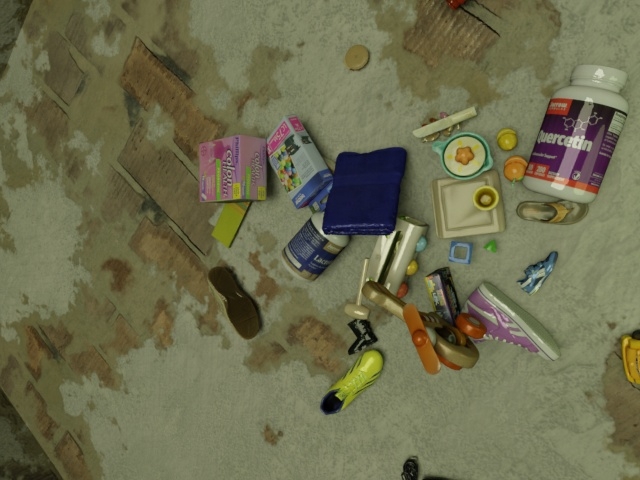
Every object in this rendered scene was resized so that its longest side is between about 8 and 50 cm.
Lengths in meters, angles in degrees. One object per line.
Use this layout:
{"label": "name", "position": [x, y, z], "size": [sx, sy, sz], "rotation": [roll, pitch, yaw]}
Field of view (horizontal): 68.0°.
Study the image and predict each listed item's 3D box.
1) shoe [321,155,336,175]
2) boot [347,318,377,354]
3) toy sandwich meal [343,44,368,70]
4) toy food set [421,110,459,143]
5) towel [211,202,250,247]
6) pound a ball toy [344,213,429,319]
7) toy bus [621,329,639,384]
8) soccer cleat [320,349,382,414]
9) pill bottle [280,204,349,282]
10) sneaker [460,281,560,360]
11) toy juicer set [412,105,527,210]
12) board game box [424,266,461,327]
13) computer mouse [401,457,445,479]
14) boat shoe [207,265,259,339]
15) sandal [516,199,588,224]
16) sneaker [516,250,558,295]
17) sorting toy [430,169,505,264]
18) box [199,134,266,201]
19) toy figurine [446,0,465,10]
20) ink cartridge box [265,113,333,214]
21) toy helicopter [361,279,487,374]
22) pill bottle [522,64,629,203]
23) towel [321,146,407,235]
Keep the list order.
{"label": "shoe", "position": [0.032, -0.222, 1.586], "size": [0.219, 0.058, 0.076], "rotation": [41, 131, 20]}
{"label": "boot", "position": [0.124, 0.318, 1.599], "size": [0.121, 0.045, 0.099], "rotation": [-33, 83, 17]}
{"label": "toy sandwich meal", "position": [0.116, -0.582, 1.518], "size": [0.086, 0.029, 0.085], "rotation": [1, 92, 22]}
{"label": "toy food set", "position": [0.358, -0.345, 1.432], "size": [0.122, 0.019, 0.077], "rotation": [-10, 91, 34]}
{"label": "towel", "position": [-0.331, -0.094, 1.790], "size": [0.102, 0.021, 0.237], "rotation": [37, 111, 24]}
{"label": "pound a ball toy", "position": [0.213, 0.090, 1.441], "size": [0.136, 0.208, 0.319], "rotation": [24, 105, 22]}
{"label": "toy bus", "position": [0.868, 0.310, 1.149], "size": [0.220, 0.211, 0.149], "rotation": [-8, 93, 28]}
{"label": "soccer cleat", "position": [0.104, 0.482, 1.582], "size": [0.093, 0.121, 0.289], "rotation": [45, 111, 15]}
{"label": "pill bottle", "position": [0.000, 0.000, 1.564], "size": [0.153, 0.153, 0.264], "rotation": [47, 113, 14]}
{"label": "sneaker", "position": [0.535, 0.268, 1.373], "size": [0.282, 0.102, 0.161], "rotation": [45, 116, 26]}
{"label": "toy juicer set", "position": [0.433, -0.261, 1.329], "size": [0.209, 0.089, 0.329], "rotation": [-41, 76, 15]}
{"label": "board game box", "position": [0.370, 0.173, 1.412], "size": [0.048, 0.141, 0.170], "rotation": [-17, 89, 26]}
{"label": "computer mouse", "position": [0.394, 0.814, 1.513], "size": [0.272, 0.072, 0.188], "rotation": [5, 100, 37]}
{"label": "boat shoe", "position": [-0.331, 0.241, 1.788], "size": [0.302, 0.109, 0.098], "rotation": [55, 154, 10]}
{"label": "sandal", "position": [0.635, -0.079, 1.308], "size": [0.180, 0.049, 0.072], "rotation": [4, 97, 25]}
{"label": "sneaker", "position": [0.612, 0.086, 1.336], "size": [0.059, 0.053, 0.144], "rotation": [36, 108, 20]}
{"label": "sorting toy", "position": [0.434, -0.105, 1.403], "size": [0.196, 0.047, 0.347], "rotation": [-7, 88, 22]}
{"label": "box", "position": [-0.310, -0.242, 1.666], "size": [0.243, 0.117, 0.213], "rotation": [1, 92, 42]}
{"label": "toy figurine", "position": [0.344, -0.761, 1.288], "size": [0.148, 0.213, 0.209], "rotation": [-41, 73, 36]}
{"label": "ink cartridge box", "position": [-0.069, -0.240, 1.590], "size": [0.311, 0.065, 0.186], "rotation": [58, 139, 7]}
{"label": "toy helicopter", "position": [0.254, 0.222, 1.263], "size": [0.355, 0.235, 0.140], "rotation": [33, 110, 19]}
{"label": "pill bottle", "position": [0.652, -0.265, 1.207], "size": [0.182, 0.181, 0.322], "rotation": [19, 103, 23]}
{"label": "towel", "position": [0.137, -0.145, 1.438], "size": [0.228, 0.076, 0.308], "rotation": [-1, 56, 23]}
